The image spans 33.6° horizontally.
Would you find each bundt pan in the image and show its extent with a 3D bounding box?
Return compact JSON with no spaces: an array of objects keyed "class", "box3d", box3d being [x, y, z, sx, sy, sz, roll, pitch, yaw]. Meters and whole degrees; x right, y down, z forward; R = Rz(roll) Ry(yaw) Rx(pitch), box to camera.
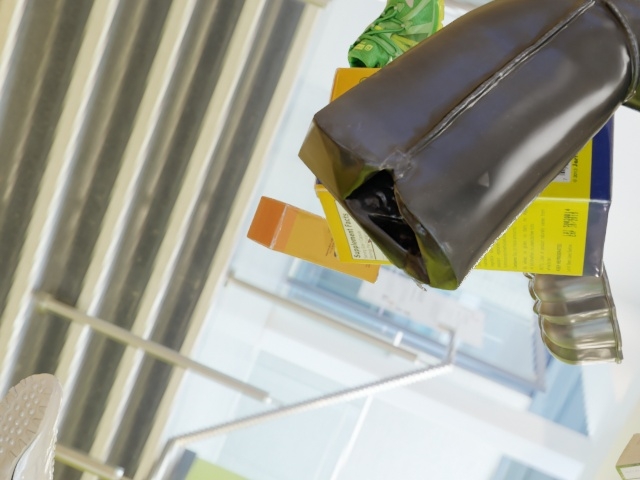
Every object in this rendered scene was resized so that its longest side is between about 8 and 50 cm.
[{"class":"bundt pan","box3d":[0.432,0.074,1.891,0.331,0.124,0.330,-15,90,-82]}]

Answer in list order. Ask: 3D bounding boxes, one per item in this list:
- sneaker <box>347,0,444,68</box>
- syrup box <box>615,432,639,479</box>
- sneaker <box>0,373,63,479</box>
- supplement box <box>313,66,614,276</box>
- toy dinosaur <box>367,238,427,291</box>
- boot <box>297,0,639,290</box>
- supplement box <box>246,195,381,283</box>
[{"class":"sneaker","box3d":[0.112,-0.306,1.658,0.109,0.123,0.295,17,-80,56]},{"class":"syrup box","box3d":[0.600,0.437,1.767,0.093,0.237,0.096,-23,-167,47]},{"class":"sneaker","box3d":[-0.409,0.296,1.474,0.095,0.090,0.235,25,89,-51]},{"class":"supplement box","box3d":[0.192,-0.089,1.376,0.194,0.357,0.195,72,25,-60]},{"class":"toy dinosaur","box3d":[0.090,0.010,1.118,0.047,0.090,0.082,-54,-173,-4]},{"class":"boot","box3d":[0.253,-0.103,1.046,0.445,0.367,0.146,-37,154,-31]},{"class":"supplement box","box3d":[0.000,0.000,1.701,0.080,0.233,0.078,21,-89,53]}]
